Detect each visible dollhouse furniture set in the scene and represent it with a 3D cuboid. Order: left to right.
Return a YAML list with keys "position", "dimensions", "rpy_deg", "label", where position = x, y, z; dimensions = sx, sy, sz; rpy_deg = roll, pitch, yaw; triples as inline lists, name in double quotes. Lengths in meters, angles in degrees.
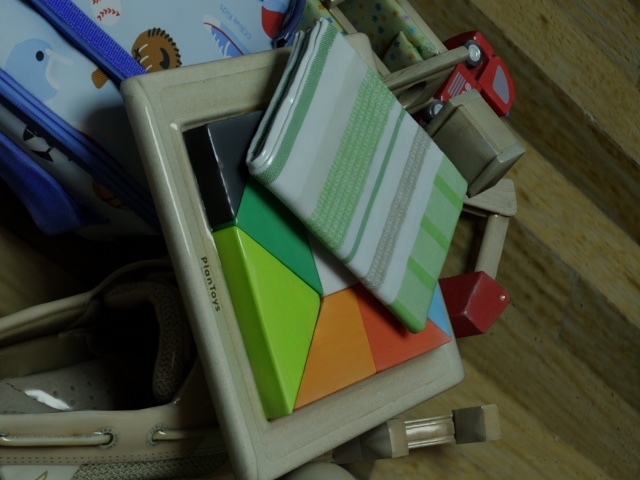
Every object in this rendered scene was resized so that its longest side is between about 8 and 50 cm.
- position: [0.063, -0.133, 1.023]
  dimensions: [0.101, 0.161, 0.182]
  rpy_deg: [-25, 71, -42]
  label: "dollhouse furniture set"

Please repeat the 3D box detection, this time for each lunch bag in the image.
- position: [-0.135, -0.142, 0.901]
  dimensions: [0.303, 0.115, 0.243]
  rpy_deg: [43, 55, -38]
  label: "lunch bag"

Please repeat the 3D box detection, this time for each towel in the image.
- position: [0.022, -0.034, 0.903]
  dimensions: [0.152, 0.023, 0.113]
  rpy_deg: [47, 50, -33]
  label: "towel"

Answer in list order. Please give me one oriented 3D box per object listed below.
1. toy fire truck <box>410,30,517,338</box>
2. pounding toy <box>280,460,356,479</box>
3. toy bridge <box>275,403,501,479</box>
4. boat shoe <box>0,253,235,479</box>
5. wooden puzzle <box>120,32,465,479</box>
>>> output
- position: [0.100, -0.040, 1.154]
  dimensions: [0.135, 0.047, 0.192]
  rpy_deg: [48, 53, -24]
  label: "toy fire truck"
- position: [-0.091, 0.207, 0.881]
  dimensions: [0.237, 0.110, 0.183]
  rpy_deg: [-58, 160, 6]
  label: "pounding toy"
- position: [0.029, 0.129, 1.043]
  dimensions: [0.188, 0.063, 0.026]
  rpy_deg: [-4, 84, -41]
  label: "toy bridge"
- position: [-0.082, 0.072, 0.896]
  dimensions: [0.341, 0.110, 0.121]
  rpy_deg: [-19, 55, -41]
  label: "boat shoe"
- position: [0.000, 0.000, 0.907]
  dimensions: [0.239, 0.044, 0.221]
  rpy_deg: [-20, 94, -55]
  label: "wooden puzzle"
